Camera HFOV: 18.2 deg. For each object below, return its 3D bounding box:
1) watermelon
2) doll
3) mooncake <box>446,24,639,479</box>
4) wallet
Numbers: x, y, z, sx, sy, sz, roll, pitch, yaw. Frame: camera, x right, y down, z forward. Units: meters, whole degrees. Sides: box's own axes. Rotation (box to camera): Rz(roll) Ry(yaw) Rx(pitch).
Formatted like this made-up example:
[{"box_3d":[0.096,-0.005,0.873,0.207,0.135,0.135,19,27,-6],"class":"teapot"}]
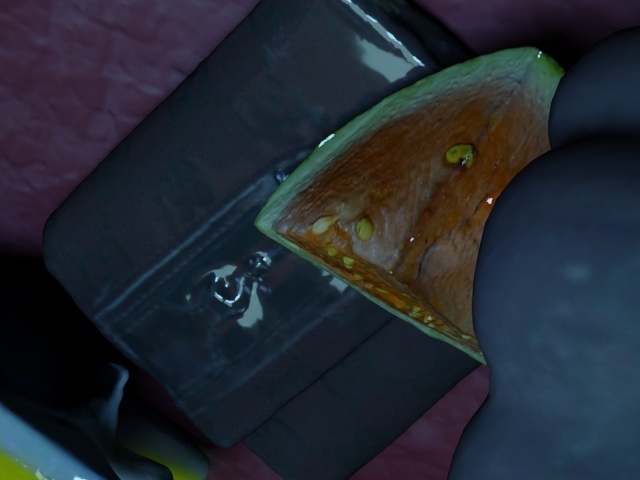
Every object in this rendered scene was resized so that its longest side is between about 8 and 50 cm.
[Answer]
[{"box_3d":[0.044,-0.014,0.731,0.125,0.094,0.135,34,120,12],"class":"watermelon"},{"box_3d":[-0.182,0.041,0.894,0.316,0.103,0.145,37,161,3],"class":"doll"},{"box_3d":[0.150,0.076,0.688,0.154,0.306,0.306,9,128,25],"class":"mooncake"},{"box_3d":[0.000,0.000,0.843,0.182,0.049,0.229,42,128,-7],"class":"wallet"}]
